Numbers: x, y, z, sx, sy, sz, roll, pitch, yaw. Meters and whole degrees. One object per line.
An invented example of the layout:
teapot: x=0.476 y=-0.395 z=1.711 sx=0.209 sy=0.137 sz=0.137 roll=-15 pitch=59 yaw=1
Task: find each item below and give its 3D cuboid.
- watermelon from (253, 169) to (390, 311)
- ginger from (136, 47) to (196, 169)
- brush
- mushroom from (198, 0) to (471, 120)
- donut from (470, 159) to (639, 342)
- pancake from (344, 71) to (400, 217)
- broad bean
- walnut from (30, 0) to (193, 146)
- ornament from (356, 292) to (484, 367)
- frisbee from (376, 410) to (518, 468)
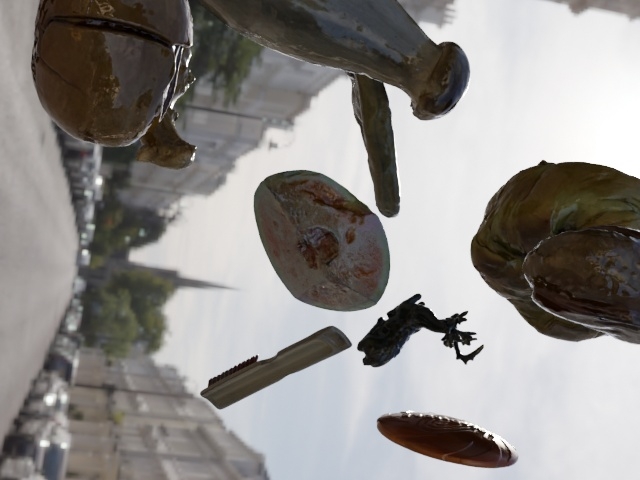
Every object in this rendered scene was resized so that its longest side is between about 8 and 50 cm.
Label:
watermelon: x=0.005 y=-0.003 z=2.104 sx=0.322 sy=0.175 sz=0.188 roll=59 pitch=-30 yaw=-2
ginger: x=-0.240 y=-0.211 z=1.589 sx=0.086 sy=0.131 sz=0.294 roll=93 pitch=-20 yaw=-50
brush: x=-0.080 y=0.215 z=1.822 sx=0.321 sy=0.060 sz=0.050 roll=-29 pitch=-150 yaw=32
mushroom: x=0.003 y=-0.240 z=1.109 sx=0.128 sy=0.350 sz=0.128 roll=-58 pitch=-169 yaw=19
donut: x=0.434 y=0.025 z=1.784 sx=0.360 sy=0.360 sz=0.170 roll=117 pitch=-3 yaw=-55
pancake: x=0.084 y=-0.176 z=1.671 sx=0.294 sy=0.049 sz=0.294 roll=168 pitch=-90 yaw=-90
broad bean: x=0.346 y=0.049 z=1.247 sx=0.156 sy=0.228 sz=0.122 roll=-20 pitch=-131 yaw=64
walnut: x=-0.272 y=-0.260 z=1.330 sx=0.203 sy=0.203 sz=0.298 roll=-101 pitch=-160 yaw=-56
ornament: x=0.204 y=0.202 z=2.074 sx=0.236 sy=0.202 sz=0.080 roll=19 pitch=-35 yaw=51
frisbee: x=0.169 y=0.253 z=1.381 sx=0.192 sy=0.192 sz=0.035 roll=-150 pitch=-109 yaw=-76
